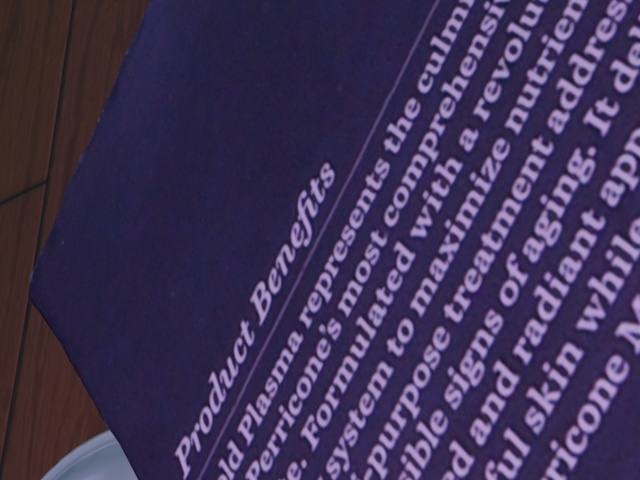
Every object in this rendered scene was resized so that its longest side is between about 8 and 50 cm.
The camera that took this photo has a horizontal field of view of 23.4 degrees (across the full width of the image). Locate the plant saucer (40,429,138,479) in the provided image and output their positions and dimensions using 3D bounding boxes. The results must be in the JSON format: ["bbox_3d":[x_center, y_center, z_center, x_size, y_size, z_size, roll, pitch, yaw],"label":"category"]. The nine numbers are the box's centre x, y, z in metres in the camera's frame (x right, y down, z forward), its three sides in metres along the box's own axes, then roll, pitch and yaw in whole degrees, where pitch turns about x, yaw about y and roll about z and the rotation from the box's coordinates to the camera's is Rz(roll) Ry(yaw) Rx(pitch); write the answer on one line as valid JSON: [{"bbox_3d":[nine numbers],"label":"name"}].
[{"bbox_3d":[-0.113,0.320,1.058,0.400,0.100,0.400,-3,85,31],"label":"plant saucer"}]

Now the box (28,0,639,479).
[{"bbox_3d":[0.229,0.058,0.491,0.297,0.480,0.472,-62,34,15],"label":"box"}]
